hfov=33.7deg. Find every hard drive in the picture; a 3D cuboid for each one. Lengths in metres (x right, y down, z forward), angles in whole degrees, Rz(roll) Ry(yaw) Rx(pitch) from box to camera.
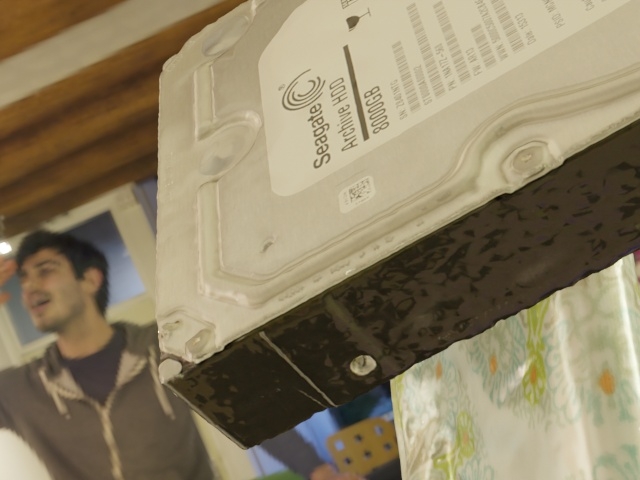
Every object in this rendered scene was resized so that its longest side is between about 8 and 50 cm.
[{"bbox_3d":[0.080,-0.086,0.436,0.339,0.064,0.236,-30,37,18],"label":"hard drive"}]

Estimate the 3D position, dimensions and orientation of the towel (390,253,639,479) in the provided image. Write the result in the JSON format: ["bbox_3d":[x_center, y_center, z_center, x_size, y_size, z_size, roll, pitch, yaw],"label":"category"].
[{"bbox_3d":[0.167,0.177,0.909,0.090,0.320,0.374,1,-23,-19],"label":"towel"}]
